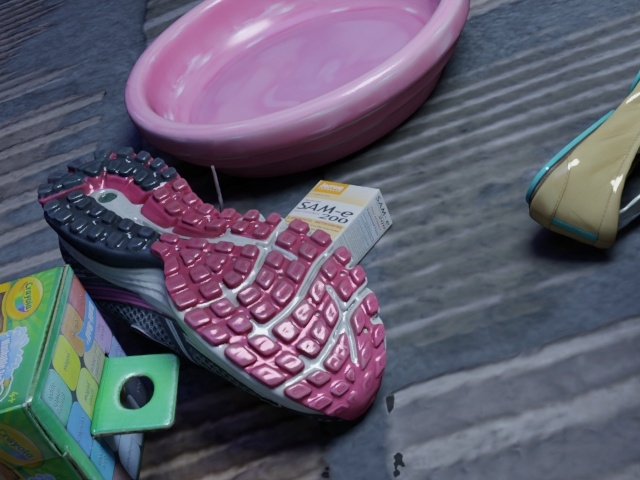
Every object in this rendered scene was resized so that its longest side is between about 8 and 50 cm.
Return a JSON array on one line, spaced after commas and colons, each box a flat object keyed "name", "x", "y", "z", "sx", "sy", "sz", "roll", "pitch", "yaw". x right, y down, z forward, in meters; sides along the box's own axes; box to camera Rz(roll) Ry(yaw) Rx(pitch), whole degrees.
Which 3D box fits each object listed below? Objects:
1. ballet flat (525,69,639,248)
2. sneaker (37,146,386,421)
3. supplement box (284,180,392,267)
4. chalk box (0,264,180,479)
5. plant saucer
[{"name": "ballet flat", "x": 0.234, "y": -0.076, "z": 0.775, "sx": 0.073, "sy": 0.080, "sz": 0.232, "roll": 35, "pitch": 64, "yaw": 21}, {"name": "sneaker", "x": -0.072, "y": 0.036, "z": 0.770, "sx": 0.121, "sy": 0.112, "sz": 0.299, "roll": -36, "pitch": 50, "yaw": -29}, {"name": "supplement box", "x": 0.000, "y": 0.000, "z": 0.829, "sx": 0.062, "sy": 0.036, "sz": 0.098, "roll": 11, "pitch": 47, "yaw": 40}, {"name": "chalk box", "x": -0.197, "y": 0.115, "z": 0.712, "sx": 0.213, "sy": 0.132, "sz": 0.132, "roll": -17, "pitch": 35, "yaw": 11}, {"name": "plant saucer", "x": -0.016, "y": -0.166, "z": 1.022, "sx": 0.332, "sy": 0.084, "sz": 0.332, "roll": -16, "pitch": 36, "yaw": 12}]
